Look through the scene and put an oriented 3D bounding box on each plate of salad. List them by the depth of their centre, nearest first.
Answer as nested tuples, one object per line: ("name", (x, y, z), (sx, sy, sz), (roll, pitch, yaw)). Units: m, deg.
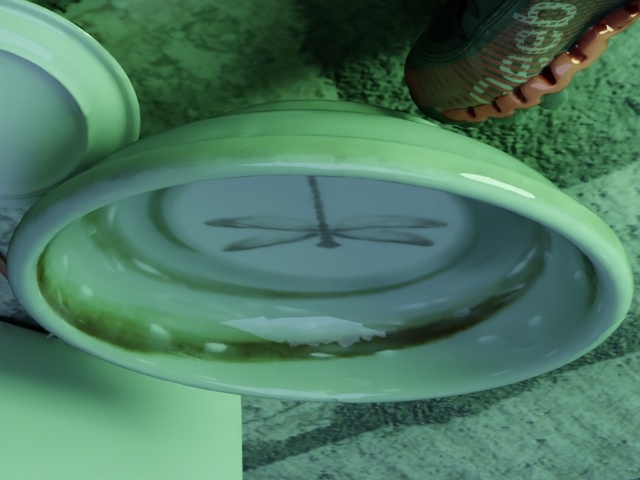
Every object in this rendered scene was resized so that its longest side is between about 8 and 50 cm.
("plate of salad", (-0.210, -0.090, 0.967), (0.200, 0.048, 0.200), (2, 141, 2))

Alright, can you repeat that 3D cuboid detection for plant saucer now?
("plant saucer", (0.000, 0.000, 1.024), (0.400, 0.100, 0.400), (2, 156, 1))

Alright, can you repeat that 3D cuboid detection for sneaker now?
("sneaker", (0.125, -0.154, 0.854), (0.135, 0.097, 0.276), (29, 144, -27))

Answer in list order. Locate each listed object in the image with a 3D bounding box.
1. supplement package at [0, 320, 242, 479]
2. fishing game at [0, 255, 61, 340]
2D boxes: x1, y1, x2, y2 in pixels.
("supplement package", (-0.209, 0.211, 1.325), (0.262, 0.204, 0.145), (21, 143, -36))
("fishing game", (-0.109, 0.031, 1.195), (0.264, 0.041, 0.189), (-10, 147, 10))
